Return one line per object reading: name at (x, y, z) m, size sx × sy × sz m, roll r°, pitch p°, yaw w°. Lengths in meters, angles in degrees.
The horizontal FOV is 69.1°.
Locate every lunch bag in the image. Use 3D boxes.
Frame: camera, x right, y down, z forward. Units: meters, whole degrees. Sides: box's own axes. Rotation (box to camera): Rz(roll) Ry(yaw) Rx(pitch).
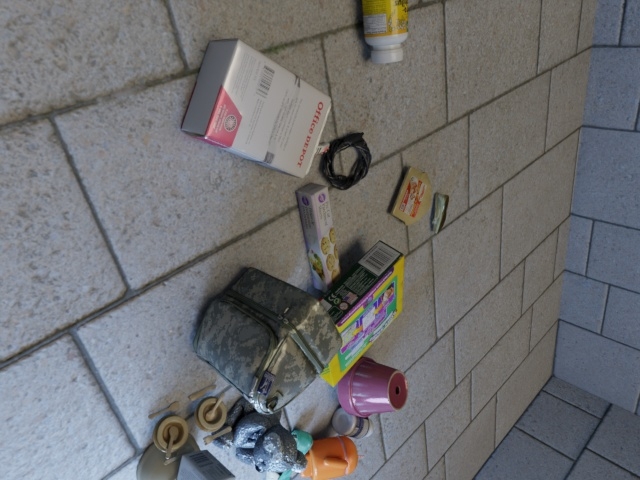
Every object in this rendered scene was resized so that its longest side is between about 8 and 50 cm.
lunch bag at (-0.135, 0.237, 1.103) m, size 0.256 × 0.305 × 0.213 m, roll -48°, pitch 132°, yaw -22°

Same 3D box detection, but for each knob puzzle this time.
knob puzzle at (0.318, -0.145, 1.593) m, size 0.213 × 0.030 × 0.213 m, roll -18°, pitch 117°, yaw -39°

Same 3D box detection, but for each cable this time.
cable at (0.072, -0.218, 1.320) m, size 0.184 × 0.047 × 0.151 m, roll -35°, pitch 133°, yaw -33°

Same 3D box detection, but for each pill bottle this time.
pill bottle at (0.169, -0.578, 1.212) m, size 0.117 × 0.117 × 0.209 m, roll -27°, pitch 123°, yaw -35°
pill bottle at (0.123, 0.661, 1.676) m, size 0.169 × 0.094 × 0.094 m, roll 38°, pitch 78°, yaw -46°

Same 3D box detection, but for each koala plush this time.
koala plush at (-0.143, 0.546, 1.276) m, size 0.203 × 0.221 × 0.196 m, roll -50°, pitch 133°, yaw -18°

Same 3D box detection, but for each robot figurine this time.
robot figurine at (0.032, 0.728, 1.556) m, size 0.219 × 0.128 × 0.158 m, roll -5°, pitch 133°, yaw -16°

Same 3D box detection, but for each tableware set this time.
tableware set at (-0.315, 0.453, 1.153) m, size 0.194 × 0.039 × 0.128 m, roll -15°, pitch 79°, yaw -40°

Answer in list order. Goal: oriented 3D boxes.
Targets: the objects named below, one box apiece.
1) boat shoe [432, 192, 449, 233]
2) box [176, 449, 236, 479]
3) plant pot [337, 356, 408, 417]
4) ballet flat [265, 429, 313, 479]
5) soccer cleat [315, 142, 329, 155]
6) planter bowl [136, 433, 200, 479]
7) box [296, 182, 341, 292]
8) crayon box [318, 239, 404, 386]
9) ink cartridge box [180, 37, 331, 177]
boat shoe at (0.437, -0.101, 1.724) m, size 0.056 × 0.048 × 0.153 m, roll -31°, pitch 133°, yaw -47°
box at (-0.272, 0.584, 1.077) m, size 0.072 × 0.126 × 0.137 m, roll 10°, pitch 95°, yaw -47°
plant pot at (0.187, 0.496, 1.568) m, size 0.201 × 0.180 × 0.202 m, roll 12°, pitch 74°, yaw -47°
ballet flat at (-0.123, 0.711, 1.479) m, size 0.087 × 0.083 × 0.247 m, roll 39°, pitch 76°, yaw -20°
soccer cleat at (-0.009, -0.245, 1.235) m, size 0.083 × 0.029 × 0.036 m, roll -35°, pitch 132°, yaw -24°
planter bowl at (-0.358, 0.579, 1.161) m, size 0.162 × 0.109 × 0.162 m, roll -19°, pitch 118°, yaw -39°
box at (0.000, 0.000, 1.314) m, size 0.067 × 0.063 × 0.324 m, roll -32°, pitch 126°, yaw -35°
crayon box at (0.110, 0.228, 1.436) m, size 0.363 × 0.106 × 0.313 m, roll -41°, pitch 147°, yaw -25°
ink cartridge box at (-0.133, -0.280, 1.033) m, size 0.283 × 0.117 × 0.207 m, roll 17°, pitch 94°, yaw -46°
